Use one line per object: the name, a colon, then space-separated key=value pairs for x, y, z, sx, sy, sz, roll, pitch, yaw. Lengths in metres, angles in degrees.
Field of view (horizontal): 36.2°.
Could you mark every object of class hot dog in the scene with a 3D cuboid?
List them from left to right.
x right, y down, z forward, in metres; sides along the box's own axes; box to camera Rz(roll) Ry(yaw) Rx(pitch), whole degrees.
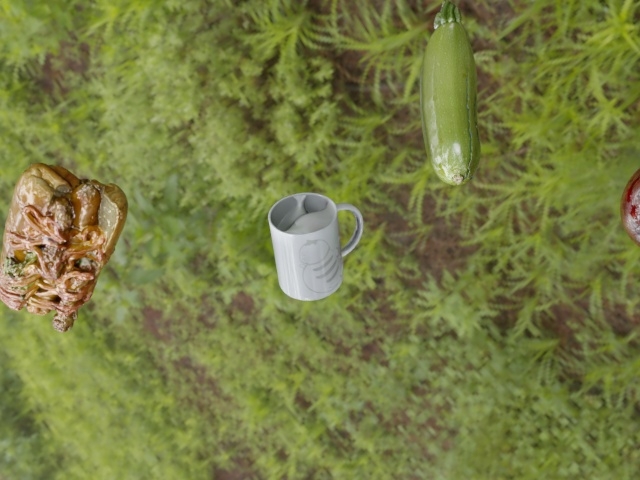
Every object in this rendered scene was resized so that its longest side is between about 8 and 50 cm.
hot dog: x=-0.388 y=0.021 z=1.426 sx=0.158 sy=0.117 sz=0.349 roll=16 pitch=143 yaw=-18

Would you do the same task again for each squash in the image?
squash: x=0.195 y=-0.223 z=1.481 sx=0.094 sy=0.094 sz=0.341 roll=107 pitch=165 yaw=-60

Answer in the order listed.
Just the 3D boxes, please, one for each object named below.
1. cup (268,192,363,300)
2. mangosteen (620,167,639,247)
cup: x=-0.001 y=0.007 z=1.421 sx=0.099 sy=0.136 sz=0.133 roll=-97 pitch=0 yaw=-51
mangosteen: x=0.452 y=-0.024 z=1.226 sx=0.145 sy=0.181 sz=0.156 roll=-13 pitch=139 yaw=27
